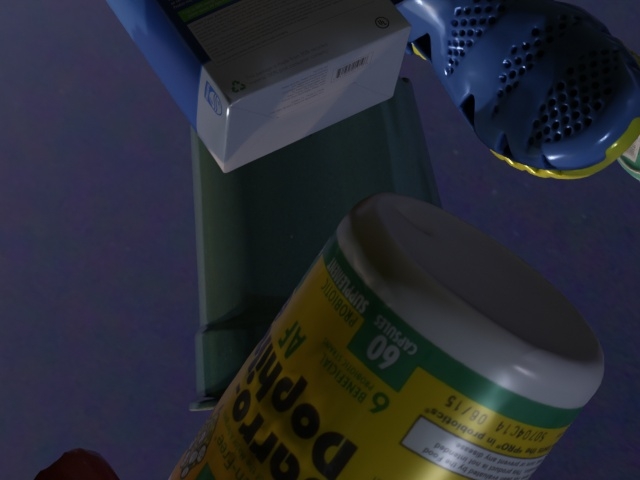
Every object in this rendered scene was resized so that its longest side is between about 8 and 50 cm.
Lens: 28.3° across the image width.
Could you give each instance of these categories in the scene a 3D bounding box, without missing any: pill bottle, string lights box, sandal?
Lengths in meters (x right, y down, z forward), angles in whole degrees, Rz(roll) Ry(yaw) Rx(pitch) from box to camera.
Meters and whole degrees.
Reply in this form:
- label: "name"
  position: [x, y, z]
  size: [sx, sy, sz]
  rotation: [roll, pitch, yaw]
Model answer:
- label: "pill bottle"
  position: [0.008, 0.095, 0.508]
  size: [0.208, 0.117, 0.117]
  rotation: [-56, -135, 18]
- label: "string lights box"
  position: [-0.070, -0.184, 0.832]
  size: [0.133, 0.077, 0.260]
  rotation: [-26, -115, -21]
- label: "sandal"
  position: [0.112, -0.158, 0.942]
  size: [0.126, 0.138, 0.317]
  rotation: [-51, -131, 7]

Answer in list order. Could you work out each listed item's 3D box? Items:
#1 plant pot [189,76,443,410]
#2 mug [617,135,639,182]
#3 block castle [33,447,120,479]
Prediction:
- label: "plant pot"
  position: [0.000, 0.000, 1.408]
  size: [0.341, 0.341, 0.334]
  rotation: [-12, -95, 35]
- label: "mug"
  position: [0.427, -0.121, 1.574]
  size: [0.129, 0.097, 0.158]
  rotation: [-20, -85, 61]
- label: "block castle"
  position: [-0.354, 0.312, 0.982]
  size: [0.212, 0.453, 0.303]
  rotation: [33, -78, 37]
